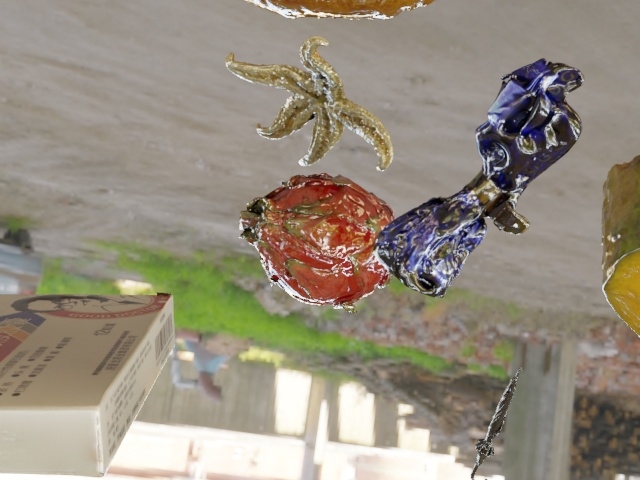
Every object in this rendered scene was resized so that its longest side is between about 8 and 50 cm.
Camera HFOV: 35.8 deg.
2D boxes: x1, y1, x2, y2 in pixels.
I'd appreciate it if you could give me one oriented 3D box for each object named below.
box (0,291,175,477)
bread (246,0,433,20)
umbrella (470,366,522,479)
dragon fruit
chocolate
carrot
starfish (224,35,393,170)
[{"bbox_3d":[-0.265,0.116,0.903,0.214,0.069,0.353,0,-171,0],"label":"box"},{"bbox_3d":[0.035,-0.385,1.297,0.312,0.172,0.312,-1,-153,1],"label":"bread"},{"bbox_3d":[0.167,0.180,0.957,0.022,0.149,0.022,23,-151,23],"label":"umbrella"},{"bbox_3d":[0.000,0.000,1.745,0.298,0.244,0.244,10,171,-14],"label":"dragon fruit"},{"bbox_3d":[0.218,-0.076,1.252,0.148,0.343,0.126,46,-159,17],"label":"chocolate"},{"bbox_3d":[0.575,0.019,1.596,0.241,0.341,0.241,4,148,3],"label":"carrot"},{"bbox_3d":[-0.004,-0.232,1.739,0.327,0.094,0.375,26,154,21],"label":"starfish"}]
